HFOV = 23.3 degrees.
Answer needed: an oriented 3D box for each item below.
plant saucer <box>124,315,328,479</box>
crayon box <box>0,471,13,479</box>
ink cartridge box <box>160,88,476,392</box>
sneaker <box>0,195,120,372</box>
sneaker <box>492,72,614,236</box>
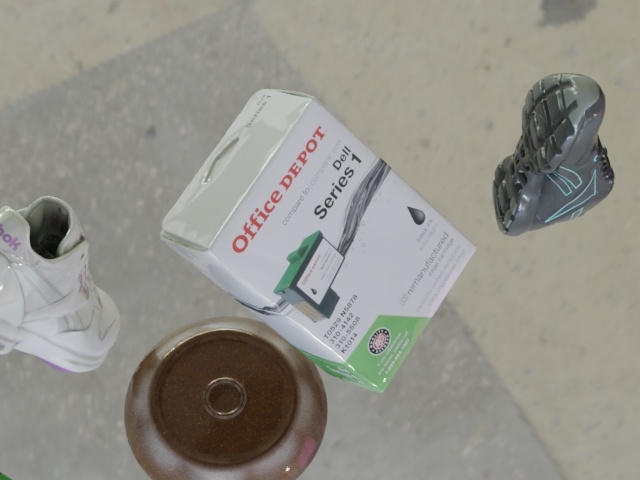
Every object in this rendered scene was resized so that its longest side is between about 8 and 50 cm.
[{"bbox_3d":[-0.092,0.157,1.493,0.198,0.036,0.198,0,64,-1],"label":"plant saucer"},{"bbox_3d":[-0.314,0.249,1.044,0.323,0.083,0.203,-11,22,-44],"label":"crayon box"},{"bbox_3d":[0.000,0.000,1.300,0.219,0.092,0.160,40,78,-31],"label":"ink cartridge box"},{"bbox_3d":[-0.253,0.042,1.485,0.114,0.305,0.152,38,95,18],"label":"sneaker"},{"bbox_3d":[0.258,-0.093,1.620,0.106,0.267,0.101,-1,65,-10],"label":"sneaker"}]
